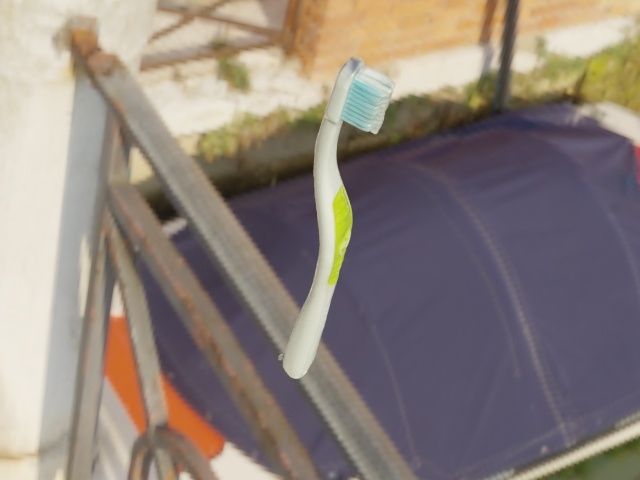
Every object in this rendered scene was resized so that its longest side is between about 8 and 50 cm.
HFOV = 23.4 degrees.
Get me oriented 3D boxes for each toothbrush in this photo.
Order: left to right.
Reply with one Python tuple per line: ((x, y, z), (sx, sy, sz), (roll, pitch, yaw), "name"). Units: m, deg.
((0.000, 0.000, 0.711), (0.026, 0.263, 0.022), (27, 59, 7), "toothbrush")
